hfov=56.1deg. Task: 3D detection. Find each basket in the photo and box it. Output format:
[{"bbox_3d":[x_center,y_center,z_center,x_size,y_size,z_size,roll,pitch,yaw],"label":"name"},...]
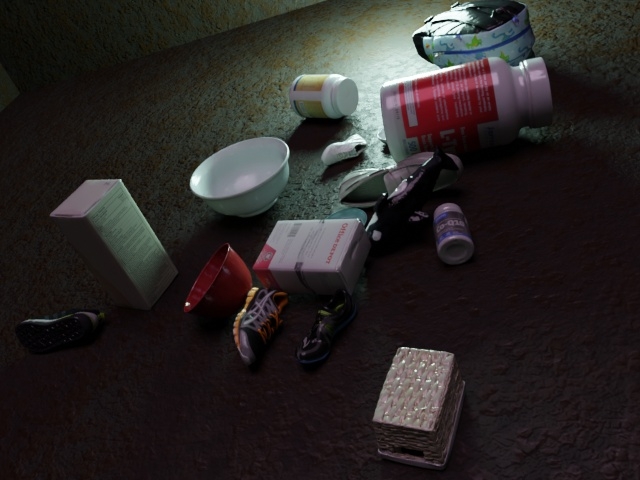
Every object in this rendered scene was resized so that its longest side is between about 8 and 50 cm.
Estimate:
[{"bbox_3d":[0.161,0.266,0.978,0.113,0.103,0.167,1,40,27],"label":"basket"}]

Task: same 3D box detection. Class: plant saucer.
[{"bbox_3d":[0.061,-0.037,1.502,0.119,0.021,0.119,-13,36,10],"label":"plant saucer"}]

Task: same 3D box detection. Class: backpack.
[{"bbox_3d":[0.513,-0.639,1.900,0.290,0.273,0.355,-30,14,-16],"label":"backpack"}]

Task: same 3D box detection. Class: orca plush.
[{"bbox_3d":[0.222,-0.072,1.371,0.287,0.151,0.102,-42,57,-11],"label":"orca plush"}]

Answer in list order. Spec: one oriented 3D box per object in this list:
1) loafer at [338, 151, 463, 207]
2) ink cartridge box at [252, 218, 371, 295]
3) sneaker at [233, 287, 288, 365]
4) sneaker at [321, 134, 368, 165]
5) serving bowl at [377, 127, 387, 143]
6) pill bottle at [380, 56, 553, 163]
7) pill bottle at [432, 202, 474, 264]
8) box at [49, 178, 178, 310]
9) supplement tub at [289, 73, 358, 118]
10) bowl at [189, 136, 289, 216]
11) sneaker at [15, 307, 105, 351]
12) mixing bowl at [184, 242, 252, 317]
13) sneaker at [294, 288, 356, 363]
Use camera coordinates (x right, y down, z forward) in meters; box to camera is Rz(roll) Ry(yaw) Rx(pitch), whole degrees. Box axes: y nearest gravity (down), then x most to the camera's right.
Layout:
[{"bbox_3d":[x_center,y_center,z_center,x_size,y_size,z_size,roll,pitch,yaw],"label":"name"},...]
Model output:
[{"bbox_3d":[0.194,-0.139,1.495,0.320,0.112,0.111,-12,30,28],"label":"loafer"},{"bbox_3d":[-0.015,0.035,1.338,0.218,0.092,0.158,-1,45,31],"label":"ink cartridge box"},{"bbox_3d":[-0.125,0.173,1.271,0.083,0.084,0.214,-5,37,13],"label":"sneaker"},{"bbox_3d":[0.071,-0.264,1.771,0.152,0.053,0.061,-30,39,-14],"label":"sneaker"},{"bbox_3d":[0.212,-0.310,1.780,0.083,0.027,0.083,-14,35,10],"label":"serving bowl"},{"bbox_3d":[0.376,-0.343,1.566,0.408,0.229,0.229,-10,37,17],"label":"pill bottle"},{"bbox_3d":[0.287,-0.018,1.311,0.078,0.078,0.137,-13,36,12],"label":"pill bottle"},{"bbox_3d":[-0.495,0.013,1.471,0.121,0.311,0.148,2,42,30],"label":"box"},{"bbox_3d":[0.012,-0.482,2.010,0.200,0.144,0.144,12,47,37],"label":"supplement tub"},{"bbox_3d":[-0.209,-0.159,1.707,0.298,0.134,0.297,-13,36,10],"label":"bowl"},{"bbox_3d":[-0.645,0.219,1.503,0.235,0.084,0.097,-8,13,16],"label":"sneaker"},{"bbox_3d":[-0.220,0.108,1.361,0.181,0.098,0.181,-48,19,22],"label":"mixing bowl"},{"bbox_3d":[0.004,0.170,1.208,0.067,0.078,0.188,11,47,38],"label":"sneaker"}]
